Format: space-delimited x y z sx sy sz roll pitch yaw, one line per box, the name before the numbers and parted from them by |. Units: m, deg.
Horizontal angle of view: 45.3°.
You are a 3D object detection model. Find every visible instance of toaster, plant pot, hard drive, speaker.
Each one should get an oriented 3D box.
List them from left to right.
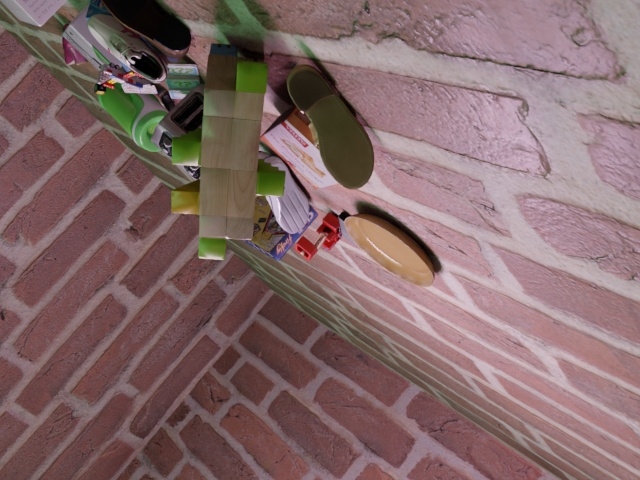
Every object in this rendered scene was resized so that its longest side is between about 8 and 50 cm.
speaker | -0.515 -0.363 2.134 0.296 0.131 0.131 44 174 38
toaster | -0.260 -0.241 1.734 0.168 0.185 0.110 43 159 -4
hard drive | 0.088 -0.016 1.840 0.094 0.022 0.135 37 169 15
plant pot | 0.156 0.016 1.672 0.236 0.032 0.236 35 164 11

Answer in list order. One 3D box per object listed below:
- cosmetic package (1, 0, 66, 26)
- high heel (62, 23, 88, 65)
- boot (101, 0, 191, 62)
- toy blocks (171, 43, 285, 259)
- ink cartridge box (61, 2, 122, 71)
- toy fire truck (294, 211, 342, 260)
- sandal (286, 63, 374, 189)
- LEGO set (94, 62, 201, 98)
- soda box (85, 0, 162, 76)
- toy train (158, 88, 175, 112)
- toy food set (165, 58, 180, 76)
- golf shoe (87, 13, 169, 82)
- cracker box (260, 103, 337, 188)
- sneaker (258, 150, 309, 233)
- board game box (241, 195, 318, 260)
cosmetic package | -0.649 -0.591 1.674 0.151 0.151 0.183 28 165 48
high heel | -0.737 -0.584 2.281 0.244 0.082 0.117 -133 26 -68
boot | -0.352 -0.428 1.510 0.219 0.082 0.106 39 167 -4
toy blocks | -0.161 -0.194 1.390 0.260 0.191 0.381 -96 12 -54
ink cartridge box | -0.546 -0.493 1.895 0.153 0.087 0.208 45 169 -22
toy fire truck | 0.000 0.000 1.900 0.047 0.135 0.192 38 169 11
sandal | 0.018 -0.198 1.263 0.240 0.088 0.079 56 -167 -35
LEGO set | -0.390 -0.341 1.713 0.245 0.060 0.182 2 169 -4
soda box | -0.417 -0.440 1.651 0.067 0.071 0.210 -1 156 15
toy train | -0.419 -0.377 2.107 0.036 0.027 0.158 50 171 9
toy food set | -0.363 -0.401 1.825 0.078 0.019 0.122 28 164 49
golf shoe | -0.381 -0.386 1.530 0.186 0.067 0.086 35 -171 -17
cracker box | -0.015 -0.175 1.422 0.156 0.067 0.232 42 169 -11
sneaker | -0.098 -0.124 1.884 0.091 0.094 0.258 45 163 40
board game box | -0.131 -0.049 2.077 0.042 0.165 0.243 47 168 -35
